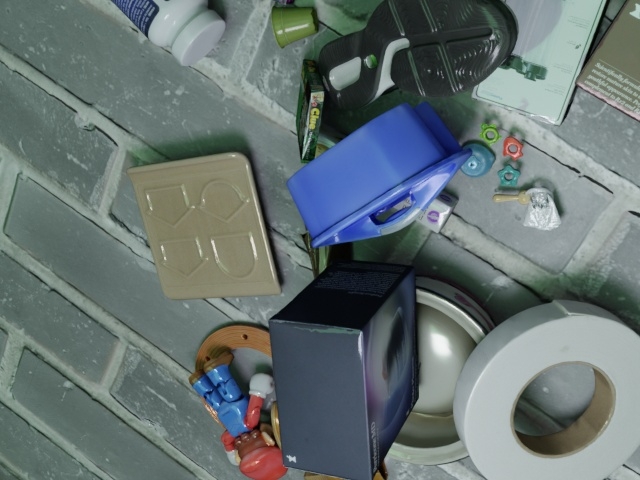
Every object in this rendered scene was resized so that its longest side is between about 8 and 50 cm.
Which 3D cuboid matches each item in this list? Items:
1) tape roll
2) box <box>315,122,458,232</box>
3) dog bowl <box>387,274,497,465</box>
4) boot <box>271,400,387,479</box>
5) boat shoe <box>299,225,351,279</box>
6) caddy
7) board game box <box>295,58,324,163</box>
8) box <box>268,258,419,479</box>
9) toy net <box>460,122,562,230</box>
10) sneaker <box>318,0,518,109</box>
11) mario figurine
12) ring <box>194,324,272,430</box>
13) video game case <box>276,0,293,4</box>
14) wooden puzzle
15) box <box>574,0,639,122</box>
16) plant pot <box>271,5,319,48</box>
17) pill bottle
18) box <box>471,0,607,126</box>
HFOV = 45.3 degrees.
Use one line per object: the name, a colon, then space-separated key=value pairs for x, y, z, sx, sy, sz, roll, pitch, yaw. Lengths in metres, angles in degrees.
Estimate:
tape roll: x=0.441 y=0.300 z=1.436 sx=0.391 sy=0.072 sz=0.392 roll=-3 pitch=109 yaw=-9
box: x=0.119 y=-0.129 z=1.541 sx=0.324 sy=0.063 sz=0.067 roll=32 pitch=119 yaw=11
dog bowl: x=0.201 y=0.253 z=1.599 sx=0.407 sy=0.150 sz=0.408 roll=9 pitch=114 yaw=22
boot: x=0.028 y=0.463 z=1.773 sx=0.211 sy=0.104 sz=0.295 roll=-15 pitch=121 yaw=19
boat shoe: x=0.005 y=-0.002 z=1.639 sx=0.095 sy=0.095 sz=0.258 roll=12 pitch=108 yaw=36
caddy: x=0.109 y=-0.103 z=1.385 sx=0.341 sy=0.241 sz=0.179 roll=-32 pitch=85 yaw=28
board game box: x=-0.023 y=-0.251 z=1.460 sx=0.030 sy=0.260 sz=0.136 roll=4 pitch=115 yaw=-6
box: x=0.057 y=0.226 z=1.400 sx=0.182 sy=0.294 sz=0.297 roll=4 pitch=112 yaw=24
toy net: x=0.370 y=-0.117 z=1.442 sx=0.232 sy=0.045 sz=0.122 roll=40 pitch=119 yaw=5
sneaker: x=0.205 y=-0.347 z=1.275 sx=0.447 sy=0.257 sz=0.169 roll=4 pitch=119 yaw=59
mario figurine: x=-0.175 y=0.427 z=1.849 sx=0.321 sy=0.170 sz=0.198 roll=57 pitch=158 yaw=8
ring: x=-0.159 y=0.357 z=1.878 sx=0.336 sy=0.032 sz=0.337 roll=9 pitch=113 yaw=21
video game case: x=-0.122 y=-0.604 z=1.488 sx=0.210 sy=0.042 sz=0.232 roll=26 pitch=118 yaw=16
wooden puzzle: x=-0.257 y=-0.030 z=1.755 sx=0.322 sy=0.080 sz=0.348 roll=-5 pitch=112 yaw=27
box: x=0.526 y=-0.292 z=1.207 sx=0.168 sy=0.203 sz=0.167 roll=34 pitch=120 yaw=11
plant pot: x=-0.047 y=-0.426 z=1.505 sx=0.079 sy=0.083 sz=0.083 roll=-7 pitch=106 yaw=15
pill bottle: x=-0.327 y=-0.493 z=1.562 sx=0.265 sy=0.153 sz=0.153 roll=47 pitch=121 yaw=3
box: x=0.386 y=-0.362 z=1.314 sx=0.169 sy=0.087 sz=0.290 roll=21 pitch=116 yaw=17
